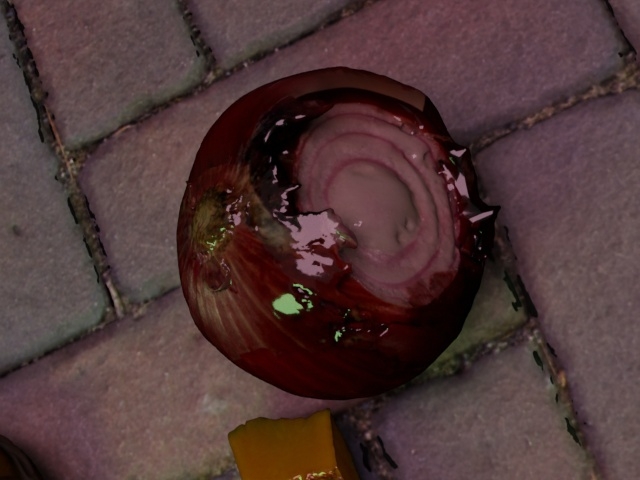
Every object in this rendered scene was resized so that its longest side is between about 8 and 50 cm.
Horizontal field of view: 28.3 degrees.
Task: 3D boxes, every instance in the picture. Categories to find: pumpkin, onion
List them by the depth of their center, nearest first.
[{"bbox_3d":[-0.005,0.003,1.312,0.341,0.341,0.341,-3,78,15],"label":"onion"},{"bbox_3d":[-0.002,0.307,1.350,0.131,0.126,0.248,-24,54,18],"label":"pumpkin"}]

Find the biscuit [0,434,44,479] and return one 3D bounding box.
[{"bbox_3d":[-0.442,0.364,1.426,0.332,0.103,0.332,-12,63,24],"label":"biscuit"}]
